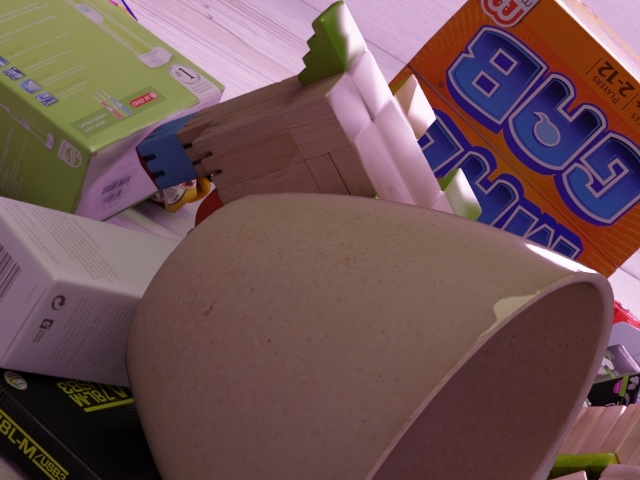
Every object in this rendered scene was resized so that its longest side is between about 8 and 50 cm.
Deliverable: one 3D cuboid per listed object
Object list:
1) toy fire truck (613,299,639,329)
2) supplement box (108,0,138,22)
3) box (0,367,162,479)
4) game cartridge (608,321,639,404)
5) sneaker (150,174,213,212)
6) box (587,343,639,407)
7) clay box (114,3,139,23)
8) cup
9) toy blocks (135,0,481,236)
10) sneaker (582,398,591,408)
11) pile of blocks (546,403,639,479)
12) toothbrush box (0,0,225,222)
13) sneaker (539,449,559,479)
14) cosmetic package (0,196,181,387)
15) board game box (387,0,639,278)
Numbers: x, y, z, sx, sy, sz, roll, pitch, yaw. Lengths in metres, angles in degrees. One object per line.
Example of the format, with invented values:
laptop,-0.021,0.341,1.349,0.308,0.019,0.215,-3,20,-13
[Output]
toy fire truck,0.426,0.136,2.415,0.135,0.047,0.192,20,19,-37
supplement box,-0.350,-0.282,2.024,0.220,0.114,0.111,24,18,-35
box,-0.175,0.123,1.227,0.184,0.045,0.190,37,15,21
game cartridge,0.369,0.209,1.871,0.198,0.062,0.297,-13,40,-27
sneaker,-0.164,-0.080,1.859,0.093,0.088,0.225,51,14,-7
box,0.300,0.158,1.837,0.083,0.062,0.052,-10,40,-18
clay box,-0.222,-0.199,1.906,0.127,0.053,0.222,45,-17,-18
cup,0.006,0.100,1.146,0.237,0.331,0.331,35,14,24
toy blocks,-0.016,0.010,1.501,0.381,0.261,0.191,61,35,-17
sneaker,0.205,0.166,1.815,0.108,0.100,0.271,-7,38,-24
pile of blocks,0.251,0.283,1.526,0.362,0.149,0.113,-77,147,-66
toothbrush box,-0.271,-0.153,1.634,0.283,0.122,0.206,38,38,15
sneaker,0.159,0.199,1.473,0.099,0.121,0.262,38,23,-13
cosmetic package,-0.161,0.046,1.256,0.231,0.085,0.117,18,21,-49
board game box,0.259,-0.123,2.179,0.356,0.356,0.356,44,15,-1
